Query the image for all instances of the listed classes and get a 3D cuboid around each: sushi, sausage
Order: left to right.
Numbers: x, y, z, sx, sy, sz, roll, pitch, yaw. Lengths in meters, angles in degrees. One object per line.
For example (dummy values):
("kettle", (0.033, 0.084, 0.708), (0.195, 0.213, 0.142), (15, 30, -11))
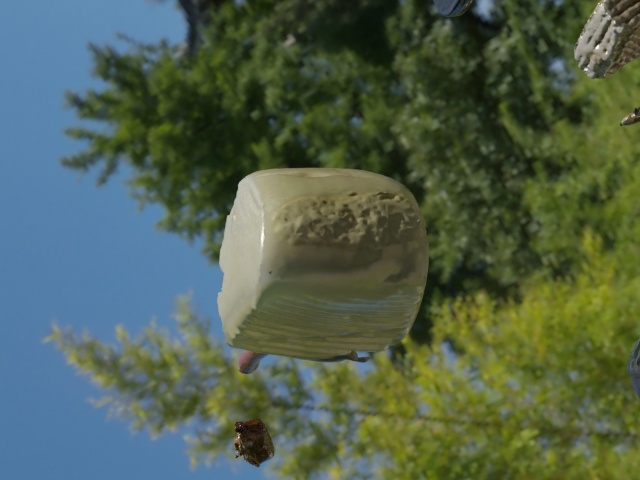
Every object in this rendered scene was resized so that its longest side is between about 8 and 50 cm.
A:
("sushi", (-0.104, 0.306, 1.961), (0.061, 0.060, 0.118), (-109, -1, -50))
("sausage", (-0.106, 0.192, 2.242), (0.047, 0.177, 0.040), (22, -117, -11))

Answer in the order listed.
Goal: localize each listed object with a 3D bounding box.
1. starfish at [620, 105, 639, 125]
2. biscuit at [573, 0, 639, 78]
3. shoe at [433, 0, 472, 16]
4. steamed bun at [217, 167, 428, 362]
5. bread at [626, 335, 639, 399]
("starfish", (0.589, -0.242, 1.718), (0.347, 0.358, 0.078), (27, 177, 25))
("biscuit", (0.400, -0.282, 1.539), (0.062, 0.239, 0.108), (48, 154, 16))
("shoe", (0.218, -0.384, 1.681), (0.093, 0.241, 0.108), (-14, -109, -23))
("steamed bun", (0.000, 0.000, 1.801), (0.290, 0.273, 0.272), (-2, -117, -22))
("bread", (0.643, 0.209, 1.922), (0.388, 0.183, 0.236), (18, 178, -14))
